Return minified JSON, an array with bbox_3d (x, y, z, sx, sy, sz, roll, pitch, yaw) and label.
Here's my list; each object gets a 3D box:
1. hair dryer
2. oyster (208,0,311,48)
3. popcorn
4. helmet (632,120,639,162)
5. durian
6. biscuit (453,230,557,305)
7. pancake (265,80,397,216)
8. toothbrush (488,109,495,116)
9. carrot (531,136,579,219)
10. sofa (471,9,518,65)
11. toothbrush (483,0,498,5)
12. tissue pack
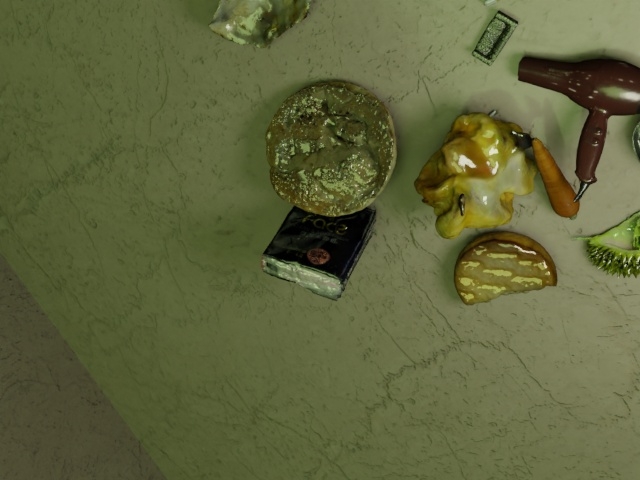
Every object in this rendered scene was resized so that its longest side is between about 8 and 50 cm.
[{"bbox_3d":[0.587,-0.259,1.630,0.312,0.123,0.340,14,89,24],"label":"hair dryer"},{"bbox_3d":[-0.119,-0.647,1.812,0.204,0.111,0.396,34,124,-18],"label":"oyster"},{"bbox_3d":[0.384,-0.171,1.757,0.315,0.281,0.297,-18,106,-13],"label":"popcorn"},{"bbox_3d":[0.824,-0.228,1.624,0.177,0.107,0.153,48,127,15],"label":"helmet"},{"bbox_3d":[0.834,-0.015,1.747,0.355,0.157,0.169,-36,63,32],"label":"durian"},{"bbox_3d":[0.498,0.072,1.916,0.274,0.091,0.213,-9,115,27],"label":"biscuit"},{"bbox_3d":[0.027,-0.248,1.908,0.386,0.082,0.387,2,94,20],"label":"pancake"},{"bbox_3d":[0.408,-0.290,1.816,0.013,0.011,0.131,31,125,-20],"label":"toothbrush"},{"bbox_3d":[0.571,-0.146,1.720,0.069,0.069,0.336,-17,138,29],"label":"carrot"},{"bbox_3d":[0.421,-0.488,1.692,0.060,0.039,0.118,33,123,4],"label":"sofa"},{"bbox_3d":[0.511,-0.606,1.606,0.288,0.021,0.024,-17,97,28],"label":"toothbrush"},{"bbox_3d":[0.000,0.000,1.942,0.245,0.332,0.123,19,130,11],"label":"tissue pack"}]
